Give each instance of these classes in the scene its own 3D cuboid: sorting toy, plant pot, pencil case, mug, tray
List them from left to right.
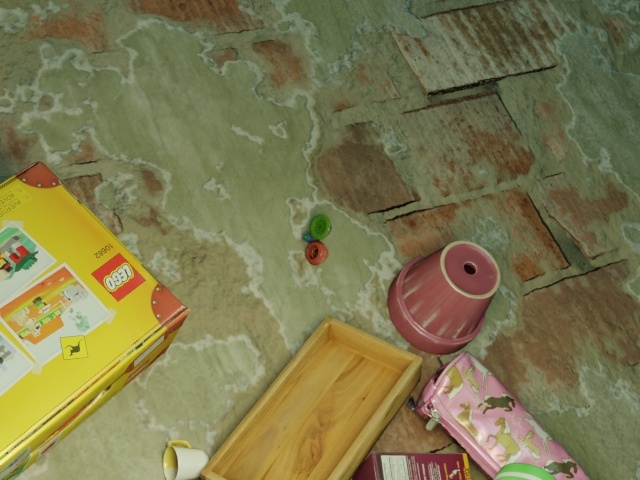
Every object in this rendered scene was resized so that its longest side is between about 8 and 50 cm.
[{"bbox_3d":[-0.225,0.370,1.925,0.064,0.062,0.078,4,65,-31],"label":"mug"},{"bbox_3d":[-0.008,0.324,1.998,0.202,0.076,0.411,23,50,22],"label":"tray"},{"bbox_3d":[0.000,0.000,2.256,0.042,0.061,0.102,16,88,-49],"label":"sorting toy"},{"bbox_3d":[0.254,0.098,2.231,0.201,0.180,0.201,11,57,-17],"label":"plant pot"},{"bbox_3d":[0.344,0.388,2.107,0.167,0.160,0.386,-43,83,-13],"label":"pencil case"}]

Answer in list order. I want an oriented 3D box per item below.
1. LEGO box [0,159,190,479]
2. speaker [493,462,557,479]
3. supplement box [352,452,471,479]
[{"bbox_3d":[-0.525,0.160,1.835,0.372,0.193,0.500,45,53,7],"label":"LEGO box"},{"bbox_3d":[0.310,0.522,1.885,0.131,0.131,0.296,29,55,-5],"label":"speaker"},{"bbox_3d":[0.163,0.432,2.030,0.188,0.104,0.081,4,59,-21],"label":"supplement box"}]
